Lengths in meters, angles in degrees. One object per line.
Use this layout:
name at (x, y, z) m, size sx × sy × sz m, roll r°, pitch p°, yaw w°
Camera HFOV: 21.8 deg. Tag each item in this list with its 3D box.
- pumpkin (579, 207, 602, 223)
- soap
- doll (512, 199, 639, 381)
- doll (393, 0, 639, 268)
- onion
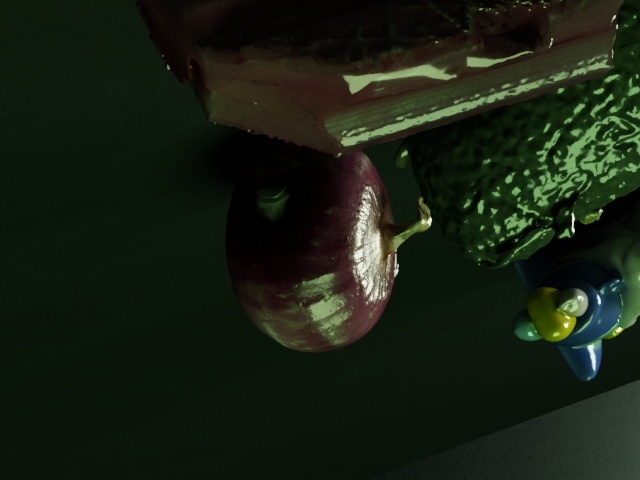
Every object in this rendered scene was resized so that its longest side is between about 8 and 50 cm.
pumpkin at (0.269, -0.081, 1.809) m, size 0.167 × 0.125 × 0.167 m, roll -26°, pitch 144°, yaw -21°
soap at (0.033, -0.178, 1.154) m, size 0.325 × 0.220 × 0.127 m, roll -17°, pitch 157°, yaw -14°
doll at (0.403, 0.037, 2.234) m, size 0.365 × 0.187 × 0.376 m, roll -30°, pitch 150°, yaw -4°
doll at (0.220, -0.138, 1.443) m, size 0.349 × 0.247 × 0.247 m, roll -47°, pitch 154°, yaw 13°
onion at (-0.013, -0.001, 1.615) m, size 0.207 × 0.200 × 0.200 m, roll -64°, pitch 154°, yaw 1°
